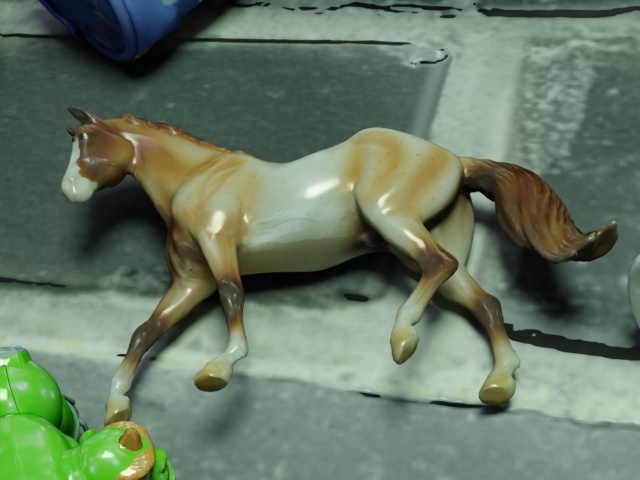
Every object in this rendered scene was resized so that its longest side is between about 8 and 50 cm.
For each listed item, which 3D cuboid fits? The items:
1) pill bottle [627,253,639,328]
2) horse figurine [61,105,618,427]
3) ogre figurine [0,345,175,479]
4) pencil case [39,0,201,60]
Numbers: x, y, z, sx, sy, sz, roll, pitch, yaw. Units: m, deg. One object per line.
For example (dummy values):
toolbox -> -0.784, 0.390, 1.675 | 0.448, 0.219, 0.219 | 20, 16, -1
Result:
pill bottle -> 0.204, 0.000, 0.517 | 0.137, 0.078, 0.078 | -35, 49, -20
horse figurine -> 0.000, 0.000, 0.573 | 0.263, 0.066, 0.174 | -6, 46, 7
ogre figurine -> -0.096, 0.119, 0.447 | 0.097, 0.118, 0.197 | -7, 47, 7
pencil case -> -0.060, -0.233, 0.774 | 0.306, 0.133, 0.119 | -43, 94, -24
